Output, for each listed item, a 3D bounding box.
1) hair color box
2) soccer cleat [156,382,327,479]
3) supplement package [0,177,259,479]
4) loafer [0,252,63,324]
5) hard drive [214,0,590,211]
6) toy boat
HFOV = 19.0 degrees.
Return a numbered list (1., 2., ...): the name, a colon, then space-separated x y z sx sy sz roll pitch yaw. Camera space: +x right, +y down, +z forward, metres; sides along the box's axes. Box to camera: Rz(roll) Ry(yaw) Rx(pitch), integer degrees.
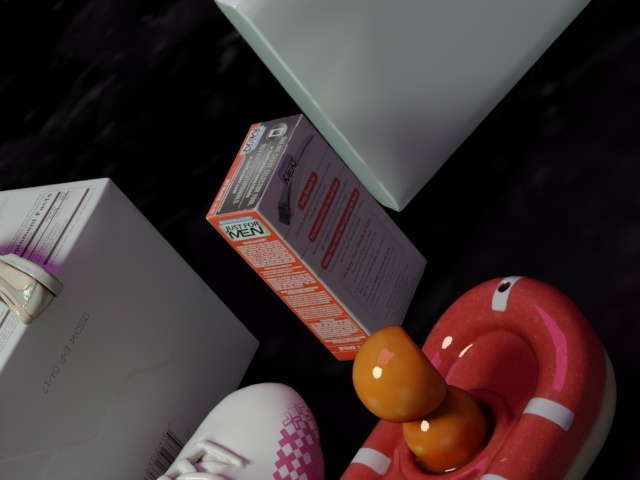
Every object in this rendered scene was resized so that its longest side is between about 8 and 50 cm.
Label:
1. hair color box: 0.000 0.000 1.376 0.053 0.167 0.093 -9 44 40
2. soccer cleat: -0.087 0.202 1.249 0.116 0.143 0.331 -17 39 33
3. supplement package: -0.200 0.121 1.404 0.145 0.204 0.262 -4 48 40
4. loafer: -0.228 0.027 1.319 0.125 0.045 0.039 16 68 47
5. hard drive: 0.108 -0.226 1.472 0.353 0.233 0.047 -48 34 -11
6. toy boat: 0.075 0.110 1.181 0.151 0.151 0.231 4 50 47
